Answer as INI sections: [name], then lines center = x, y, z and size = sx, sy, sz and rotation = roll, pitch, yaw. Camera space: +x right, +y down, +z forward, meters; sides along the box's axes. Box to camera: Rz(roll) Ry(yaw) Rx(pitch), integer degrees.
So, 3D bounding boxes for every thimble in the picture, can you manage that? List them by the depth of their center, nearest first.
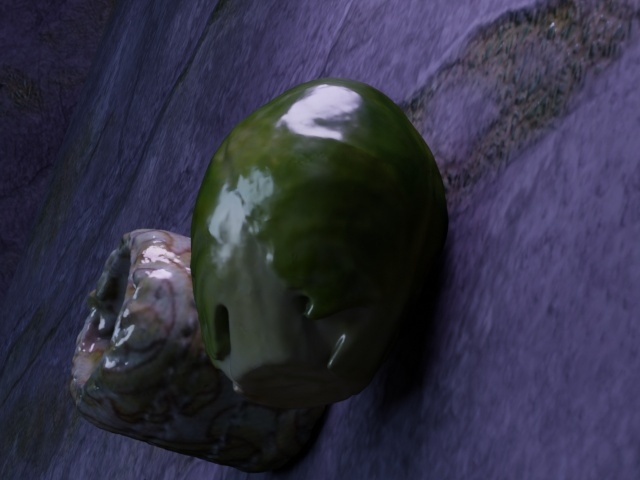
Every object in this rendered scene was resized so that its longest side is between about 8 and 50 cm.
[thimble]
center = -0.081, 0.072, 1.081
size = 0.190, 0.143, 0.137
rotation = -179, 107, -74

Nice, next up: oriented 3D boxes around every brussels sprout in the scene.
[brussels sprout]
center = -0.004, -0.002, 0.909
size = 0.161, 0.144, 0.180
rotation = -48, 29, 48
